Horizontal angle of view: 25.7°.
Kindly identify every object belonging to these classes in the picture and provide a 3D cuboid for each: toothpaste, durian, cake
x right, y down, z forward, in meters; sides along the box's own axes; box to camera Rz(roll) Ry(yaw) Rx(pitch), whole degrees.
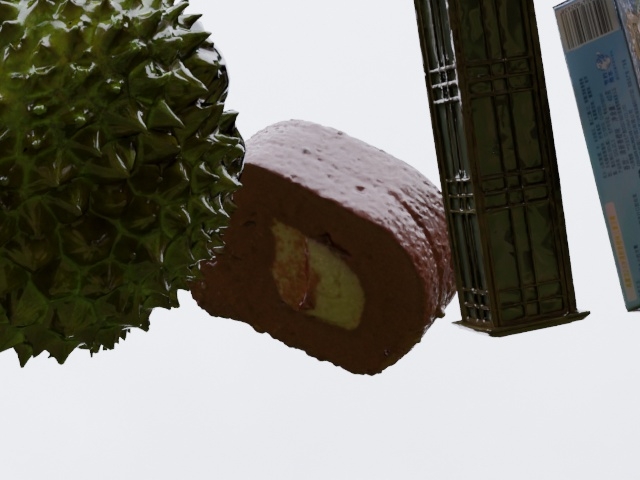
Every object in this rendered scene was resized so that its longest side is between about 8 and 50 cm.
[{"bbox_3d":[0.194,-0.053,0.837,0.044,0.193,0.070,-21,-17,36],"label":"toothpaste"},{"bbox_3d":[-0.176,-0.051,0.878,0.224,0.291,0.291,-14,-37,-34],"label":"durian"},{"bbox_3d":[0.000,0.000,1.378,0.283,0.151,0.177,23,-54,17],"label":"cake"}]

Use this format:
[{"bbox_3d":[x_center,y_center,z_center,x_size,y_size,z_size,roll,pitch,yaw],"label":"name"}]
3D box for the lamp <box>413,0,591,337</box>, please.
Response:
[{"bbox_3d":[0.135,-0.090,1.116,0.089,0.090,0.325,-11,-86,-15],"label":"lamp"}]
